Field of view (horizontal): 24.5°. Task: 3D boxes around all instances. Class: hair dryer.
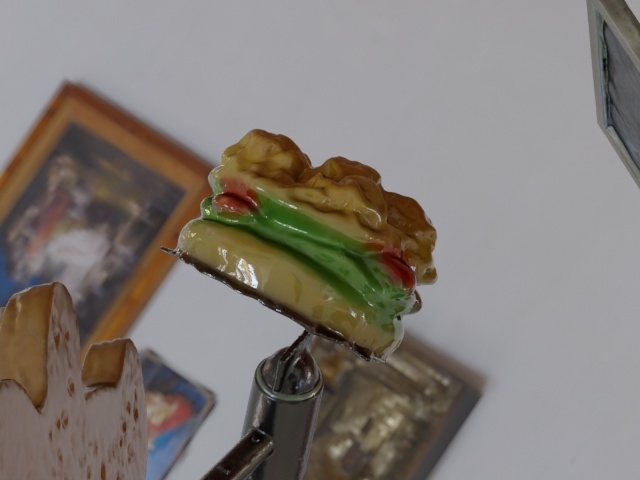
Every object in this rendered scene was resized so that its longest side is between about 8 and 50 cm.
[{"bbox_3d":[-0.084,0.218,1.507,0.078,0.248,0.195,27,133,18],"label":"hair dryer"}]

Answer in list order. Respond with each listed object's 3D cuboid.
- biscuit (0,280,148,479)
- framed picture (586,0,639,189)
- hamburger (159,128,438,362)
[{"bbox_3d":[-0.128,0.128,0.672,0.047,0.216,0.340,-6,176,4],"label":"biscuit"},{"bbox_3d":[0.293,-0.027,1.141,0.324,0.020,0.240,64,-179,25],"label":"framed picture"},{"bbox_3d":[0.000,0.000,1.266,0.237,0.149,0.237,28,177,2],"label":"hamburger"}]
